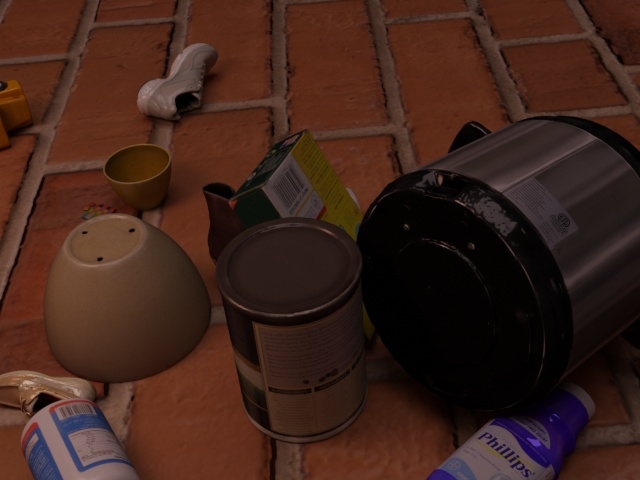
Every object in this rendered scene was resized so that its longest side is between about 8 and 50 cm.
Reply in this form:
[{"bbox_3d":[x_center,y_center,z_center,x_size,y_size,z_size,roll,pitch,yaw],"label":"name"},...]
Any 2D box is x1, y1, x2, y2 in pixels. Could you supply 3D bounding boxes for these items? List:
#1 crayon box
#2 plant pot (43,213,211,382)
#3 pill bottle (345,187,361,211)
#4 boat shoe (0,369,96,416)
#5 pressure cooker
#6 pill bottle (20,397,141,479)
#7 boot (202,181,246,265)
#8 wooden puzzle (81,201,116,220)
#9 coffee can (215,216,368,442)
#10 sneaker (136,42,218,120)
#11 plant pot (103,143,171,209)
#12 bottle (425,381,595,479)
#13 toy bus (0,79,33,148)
[{"bbox_3d":[0.000,0.000,1.411,0.081,0.318,0.202,-22,21,33],"label":"crayon box"},{"bbox_3d":[-0.338,0.067,1.421,0.284,0.191,0.284,-3,40,3],"label":"plant pot"},{"bbox_3d":[-0.021,-0.033,1.564,0.180,0.108,0.108,-18,43,-16],"label":"pill bottle"},{"bbox_3d":[-0.440,0.245,1.322,0.170,0.063,0.059,1,35,6],"label":"boat shoe"},{"bbox_3d":[0.312,0.015,1.259,0.420,0.369,0.375,-28,20,-35],"label":"pressure cooker"},{"bbox_3d":[-0.319,0.331,1.165,0.124,0.124,0.221,-25,45,-21],"label":"pill bottle"},{"bbox_3d":[-0.106,0.029,1.425,0.248,0.207,0.090,30,52,33],"label":"boot"},{"bbox_3d":[-0.448,-0.054,1.711,0.083,0.006,0.049,18,46,24],"label":"wooden puzzle"},{"bbox_3d":[-0.034,0.134,1.245,0.202,0.275,0.201,-3,40,3],"label":"coffee can"},{"bbox_3d":[-0.307,-0.363,1.999,0.121,0.099,0.262,25,56,20],"label":"sneaker"},{"bbox_3d":[-0.359,-0.118,1.707,0.134,0.095,0.134,-4,41,3],"label":"plant pot"},{"bbox_3d":[0.267,0.298,1.163,0.283,0.092,0.118,-32,52,-28],"label":"bottle"},{"bbox_3d":[-0.814,-0.248,1.894,0.333,0.108,0.130,-22,44,-18],"label":"toy bus"}]
